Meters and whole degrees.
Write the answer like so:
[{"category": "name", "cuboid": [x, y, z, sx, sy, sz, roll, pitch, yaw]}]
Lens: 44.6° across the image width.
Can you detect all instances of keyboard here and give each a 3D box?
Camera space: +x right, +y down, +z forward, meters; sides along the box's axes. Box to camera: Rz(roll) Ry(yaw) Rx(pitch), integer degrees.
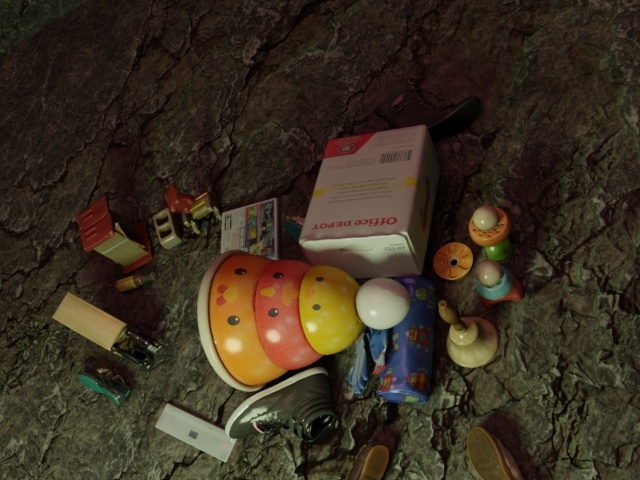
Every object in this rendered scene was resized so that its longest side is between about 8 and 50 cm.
[{"category": "keyboard", "cuboid": [-0.328, 0.499, 2.043, 0.256, 0.014, 0.072, 15, 77, 33]}]

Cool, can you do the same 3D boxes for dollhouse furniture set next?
[{"category": "dollhouse furniture set", "cuboid": [-0.508, -0.074, 2.325, 0.374, 0.201, 0.152, -30, 55, 11]}]

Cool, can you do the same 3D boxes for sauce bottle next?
[{"category": "sauce bottle", "cuboid": [-0.554, 0.124, 2.341, 0.128, 0.042, 0.042, -16, 58, 19]}]

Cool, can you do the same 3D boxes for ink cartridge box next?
[{"category": "ink cartridge box", "cuboid": [0.132, -0.094, 1.972, 0.279, 0.160, 0.384, -5, 46, 23]}]

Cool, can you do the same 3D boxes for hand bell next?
[{"category": "hand bell", "cuboid": [0.309, 0.187, 1.739, 0.126, 0.242, 0.126, -12, 60, 21]}]

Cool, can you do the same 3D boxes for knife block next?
[{"category": "knife block", "cuboid": [-0.585, 0.255, 2.171, 0.242, 0.276, 0.088, 4, 62, 62]}]

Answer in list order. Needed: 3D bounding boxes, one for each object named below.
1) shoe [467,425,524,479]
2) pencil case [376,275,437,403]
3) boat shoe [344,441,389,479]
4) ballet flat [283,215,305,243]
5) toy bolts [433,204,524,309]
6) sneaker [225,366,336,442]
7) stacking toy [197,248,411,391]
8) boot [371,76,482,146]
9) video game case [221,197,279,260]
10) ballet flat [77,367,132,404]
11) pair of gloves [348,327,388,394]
[{"category": "shoe", "cuboid": [0.382, 0.493, 1.659, 0.076, 0.058, 0.219, -47, 47, 23]}, {"category": "pencil case", "cuboid": [0.205, 0.240, 1.843, 0.133, 0.120, 0.305, 137, 146, -61]}, {"category": "boat shoe", "cuboid": [0.090, 0.555, 1.768, 0.207, 0.073, 0.073, -59, 17, -15]}, {"category": "ballet flat", "cuboid": [0.000, 0.000, 2.112, 0.077, 0.091, 0.241, -31, 52, -29]}, {"category": "toy bolts", "cuboid": [0.366, 0.044, 1.838, 0.218, 0.158, 0.228, -23, 56, 15]}, {"category": "sneaker", "cuboid": [-0.093, 0.437, 1.894, 0.296, 0.104, 0.146, -30, 49, 5]}, {"category": "stacking toy", "cuboid": [-0.014, 0.158, 1.837, 0.480, 0.350, 0.350, -12, 59, 26]}, {"category": "boot", "cuboid": [0.286, -0.371, 2.146, 0.263, 0.091, 0.229, -32, 55, 11]}, {"category": "video game case", "cuboid": [-0.202, -0.014, 2.247, 0.184, 0.023, 0.201, -14, 58, 20]}, {"category": "ballet flat", "cuboid": [-0.603, 0.403, 2.207, 0.203, 0.074, 0.074, 16, 72, 39]}, {"category": "pair of gloves", "cuboid": [0.112, 0.272, 1.863, 0.198, 0.023, 0.159, 125, 155, -46]}]
